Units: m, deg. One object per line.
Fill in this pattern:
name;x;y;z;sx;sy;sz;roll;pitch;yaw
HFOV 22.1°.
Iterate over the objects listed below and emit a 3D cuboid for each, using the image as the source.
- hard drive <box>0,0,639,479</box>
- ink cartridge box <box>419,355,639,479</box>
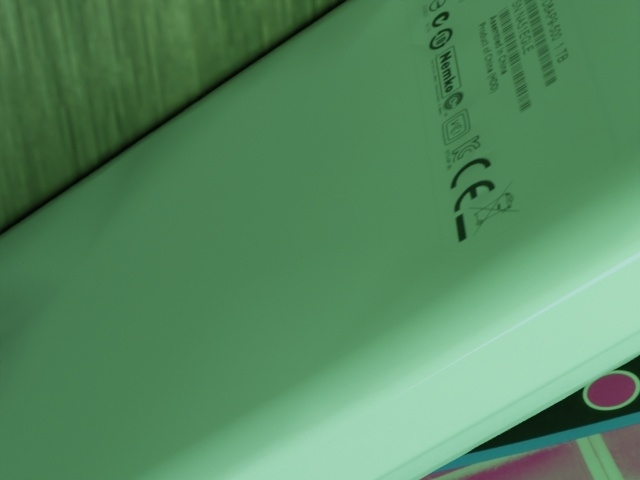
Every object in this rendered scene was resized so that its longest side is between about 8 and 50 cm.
hard drive;0.000;0.000;0.555;0.353;0.233;0.047;-32;121;19
ink cartridge box;-0.008;0.131;0.686;0.371;0.175;0.069;-17;125;10
